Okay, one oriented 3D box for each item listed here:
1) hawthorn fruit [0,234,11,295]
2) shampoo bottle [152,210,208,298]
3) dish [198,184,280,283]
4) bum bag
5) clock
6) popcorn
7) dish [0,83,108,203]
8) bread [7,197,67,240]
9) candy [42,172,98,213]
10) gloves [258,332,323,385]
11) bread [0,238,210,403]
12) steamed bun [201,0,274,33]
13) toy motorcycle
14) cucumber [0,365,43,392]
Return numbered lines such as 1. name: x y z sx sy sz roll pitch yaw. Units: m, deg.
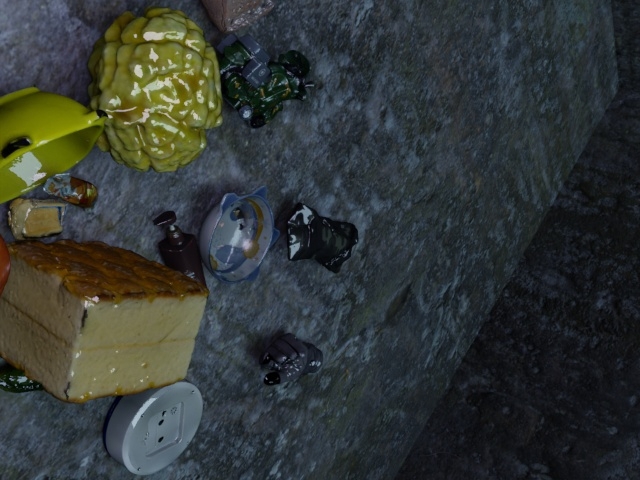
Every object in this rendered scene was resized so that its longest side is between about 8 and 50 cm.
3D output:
1. hawthorn fruit: -0.560 0.034 1.162 0.225 0.197 0.196 -61 155 -54
2. shampoo bottle: -0.292 0.038 1.611 0.068 0.067 0.236 -50 144 -39
3. dish: -0.193 -0.018 1.692 0.228 0.086 0.236 -24 128 -47
4. bum bag: 0.000 0.000 1.963 0.340 0.095 0.144 19 88 -62
5. clock: -0.369 0.406 1.717 0.230 0.083 0.230 -28 130 -40
6. popcorn: -0.279 -0.248 1.288 0.224 0.257 0.270 -1 156 -24
7. dish: -0.454 -0.154 1.163 0.221 0.262 0.108 -35 94 -40
8. bread: -0.481 -0.037 1.301 0.106 0.053 0.072 -6 113 -69
9. candy: -0.421 -0.083 1.335 0.182 0.046 0.053 42 60 -79
10. gloves: -0.083 0.317 2.027 0.285 0.119 0.142 33 71 -70
11. bread: -0.393 0.131 1.346 0.279 0.279 0.207 -1 108 -57
12. steamed bun: -0.157 -0.483 1.435 0.145 0.106 0.175 -43 142 -31
13. toy motorcycle: -0.115 -0.331 1.560 0.187 0.125 0.275 -46 159 4
14. cucumber: -0.508 0.248 1.446 0.227 0.069 0.069 -2 112 -49
